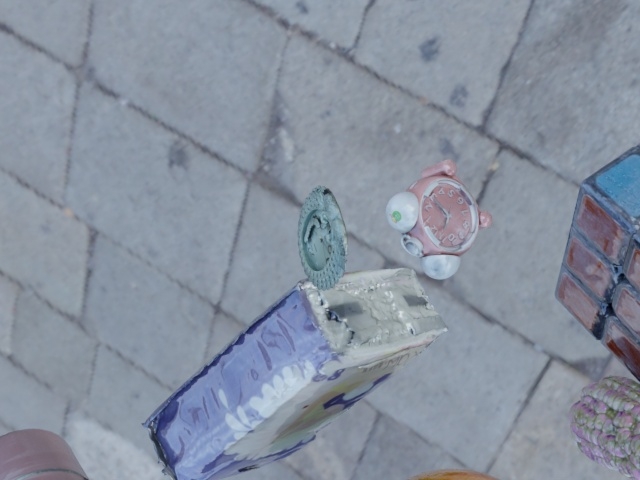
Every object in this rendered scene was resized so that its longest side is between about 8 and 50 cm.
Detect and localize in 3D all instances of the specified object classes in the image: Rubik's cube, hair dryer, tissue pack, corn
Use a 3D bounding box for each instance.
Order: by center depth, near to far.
[{"bbox_3d":[-0.319,0.394,1.181,0.210,0.125,0.353,39,108,51],"label":"hair dryer"},{"bbox_3d":[-0.032,0.169,1.468,0.343,0.242,0.125,-43,66,33],"label":"tissue pack"},{"bbox_3d":[0.435,0.268,1.522,0.127,0.126,0.335,61,172,-13],"label":"corn"},{"bbox_3d":[0.532,0.024,1.553,0.305,0.301,0.304,48,162,25],"label":"Rubik's cube"}]

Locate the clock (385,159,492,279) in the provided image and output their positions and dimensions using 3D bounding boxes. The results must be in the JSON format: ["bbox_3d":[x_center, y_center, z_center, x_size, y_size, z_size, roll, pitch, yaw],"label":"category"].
[{"bbox_3d":[0.188,-0.031,1.943,0.092,0.162,0.166,-19,112,50],"label":"clock"}]

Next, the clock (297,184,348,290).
[{"bbox_3d":[0.000,0.000,0.862,0.083,0.010,0.074,-51,51,57],"label":"clock"}]

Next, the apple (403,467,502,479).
[{"bbox_3d":[0.160,0.409,1.357,0.233,0.286,0.286,16,133,-8],"label":"apple"}]
